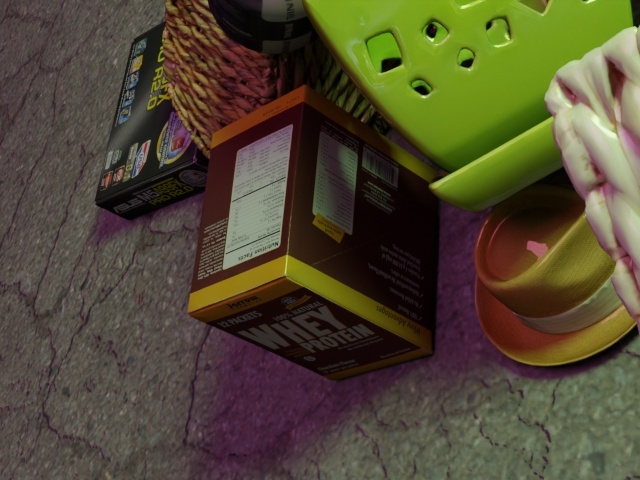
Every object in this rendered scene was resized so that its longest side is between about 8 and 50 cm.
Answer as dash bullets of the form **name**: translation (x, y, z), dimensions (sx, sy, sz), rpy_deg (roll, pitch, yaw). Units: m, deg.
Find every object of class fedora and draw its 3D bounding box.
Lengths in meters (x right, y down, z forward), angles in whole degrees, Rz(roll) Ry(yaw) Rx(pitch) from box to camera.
- **fedora**: translation (0.189, 0.007, 0.917), dimensions (0.194, 0.079, 0.194), rpy_deg (-27, 49, 36)

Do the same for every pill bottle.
- **pill bottle**: translation (-0.038, -0.243, 0.957), dimensions (0.130, 0.130, 0.245), rpy_deg (-63, 3, -2)

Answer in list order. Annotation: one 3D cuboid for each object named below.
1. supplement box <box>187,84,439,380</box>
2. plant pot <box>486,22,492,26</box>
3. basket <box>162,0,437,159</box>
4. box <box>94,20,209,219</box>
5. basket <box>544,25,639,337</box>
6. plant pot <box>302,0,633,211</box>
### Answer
- **supplement box**: translation (0.000, 0.000, 1.047), dimensions (0.129, 0.191, 0.194), rpy_deg (-21, 52, 40)
- **plant pot**: translation (0.136, -0.368, 1.073), dimensions (0.291, 0.291, 0.203), rpy_deg (-52, 22, 13)
- **basket**: translation (-0.028, -0.195, 1.275), dimensions (0.299, 0.223, 0.213), rpy_deg (45, 136, 49)
- **box**: translation (-0.189, -0.179, 1.488), dimensions (0.216, 0.060, 0.270), rpy_deg (-17, 56, 43)
- **basket**: translation (0.320, 0.015, 0.479), dimensions (0.266, 0.331, 0.328), rpy_deg (-25, 80, 42)
- **plant pot**: translation (0.139, -0.150, 0.899), dimensions (0.227, 0.207, 0.228), rpy_deg (-30, 2, 8)
